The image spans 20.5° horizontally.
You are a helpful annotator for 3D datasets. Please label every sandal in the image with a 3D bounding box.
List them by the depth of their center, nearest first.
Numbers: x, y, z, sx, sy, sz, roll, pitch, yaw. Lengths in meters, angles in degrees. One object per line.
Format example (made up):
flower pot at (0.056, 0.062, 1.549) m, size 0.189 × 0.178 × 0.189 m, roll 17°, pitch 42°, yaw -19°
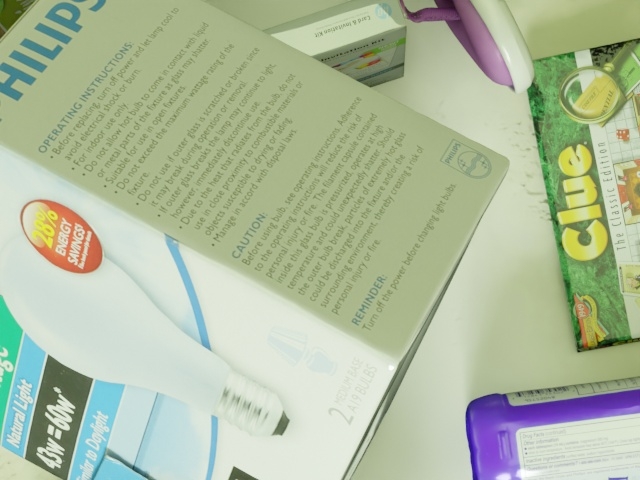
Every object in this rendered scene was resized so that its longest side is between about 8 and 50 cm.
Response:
sandal at (0.041, -0.278, 1.528) m, size 0.102 × 0.169 × 0.416 m, roll -34°, pitch 75°, yaw 3°

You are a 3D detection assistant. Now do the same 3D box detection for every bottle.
bottle at (0.264, 0.158, 1.471) m, size 0.282 × 0.118 × 0.092 m, roll -7°, pitch 81°, yaw 0°

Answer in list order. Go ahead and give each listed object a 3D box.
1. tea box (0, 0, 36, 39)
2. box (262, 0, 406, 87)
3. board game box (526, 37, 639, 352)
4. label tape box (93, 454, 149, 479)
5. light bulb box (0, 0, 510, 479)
tea box at (-0.220, -0.319, 1.454) m, size 0.323 × 0.329 × 0.220 m, roll -38°, pitch 82°, yaw -2°
box at (-0.001, -0.152, 1.492) m, size 0.145 × 0.186 × 0.038 m, roll -18°, pitch 81°, yaw -1°
board game box at (0.264, -0.042, 1.538) m, size 0.136 × 0.030 × 0.260 m, roll -12°, pitch 81°, yaw 10°
label tape box at (-0.091, 0.362, 1.385) m, size 0.347 × 0.249 × 0.115 m, roll 37°, pitch 45°, yaw 5°
light bulb box at (-0.102, 0.032, 1.360) m, size 0.361 × 0.358 × 0.225 m, roll 28°, pitch 49°, yaw 6°
